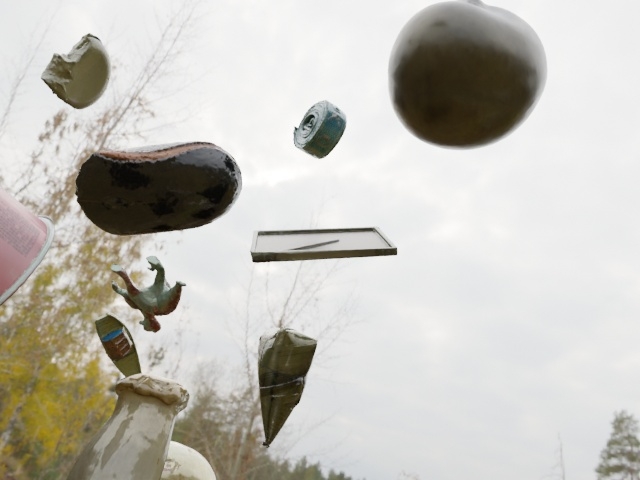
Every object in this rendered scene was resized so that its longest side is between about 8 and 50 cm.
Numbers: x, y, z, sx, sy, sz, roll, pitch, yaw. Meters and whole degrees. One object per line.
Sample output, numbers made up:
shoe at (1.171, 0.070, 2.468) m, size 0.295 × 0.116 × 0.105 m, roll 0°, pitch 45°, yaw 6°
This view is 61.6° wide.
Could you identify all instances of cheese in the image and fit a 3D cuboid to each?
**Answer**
cheese at (-0.662, -0.471, 1.486) m, size 0.091 × 0.203 × 0.175 m, roll 29°, pitch -3°, yaw 21°

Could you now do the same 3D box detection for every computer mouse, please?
computer mouse at (-0.314, -0.101, 1.061) m, size 0.323 × 0.116 × 0.183 m, roll -9°, pitch -60°, yaw -13°

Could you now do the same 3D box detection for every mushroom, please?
mushroom at (-0.404, 0.686, 1.333) m, size 0.314 × 0.336 × 0.315 m, roll -8°, pitch -49°, yaw -10°
mushroom at (-0.327, 0.403, 0.815) m, size 0.154 × 0.408 × 0.137 m, roll -22°, pitch -50°, yaw 41°

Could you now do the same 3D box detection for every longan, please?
longan at (0.325, -0.373, 1.208) m, size 0.360 × 0.361 × 0.361 m, roll 10°, pitch -29°, yaw 5°

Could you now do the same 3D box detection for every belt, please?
belt at (0.000, -0.271, 1.324) m, size 0.082 × 0.163 × 0.148 m, roll 28°, pitch -58°, yaw -25°

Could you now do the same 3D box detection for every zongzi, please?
zongzi at (-0.099, 0.313, 1.195) m, size 0.112 × 0.242 × 0.221 m, roll 17°, pitch -10°, yaw -13°

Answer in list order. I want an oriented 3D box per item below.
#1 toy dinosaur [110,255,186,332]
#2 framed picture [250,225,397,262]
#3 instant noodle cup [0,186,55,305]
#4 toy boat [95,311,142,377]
toy dinosaur at (-0.266, 0.097, 0.882) m, size 0.242 × 0.053 × 0.167 m, roll -3°, pitch -56°, yaw 40°
framed picture at (0.000, 0.000, 1.005) m, size 0.259 × 0.023 × 0.189 m, roll -3°, pitch 14°, yaw -6°
instant noodle cup at (-0.486, -0.035, 0.614) m, size 0.243 × 0.244 × 0.255 m, roll -5°, pitch -47°, yaw 29°
toy boat at (-0.440, 0.231, 1.174) m, size 0.065 × 0.066 × 0.172 m, roll -23°, pitch -62°, yaw -14°
